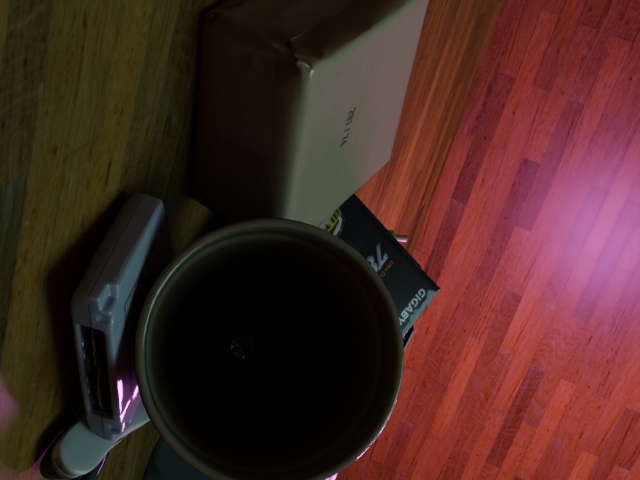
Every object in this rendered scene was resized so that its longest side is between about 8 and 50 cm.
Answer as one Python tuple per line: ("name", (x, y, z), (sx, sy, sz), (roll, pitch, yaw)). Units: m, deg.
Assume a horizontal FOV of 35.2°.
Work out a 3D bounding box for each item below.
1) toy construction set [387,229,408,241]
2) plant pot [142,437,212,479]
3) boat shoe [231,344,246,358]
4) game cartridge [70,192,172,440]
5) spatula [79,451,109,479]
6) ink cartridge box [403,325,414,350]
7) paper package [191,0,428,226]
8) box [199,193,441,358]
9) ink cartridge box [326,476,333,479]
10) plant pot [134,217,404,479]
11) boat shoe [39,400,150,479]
("toy construction set", (0.068, 0.151, 2.504), (0.309, 0.237, 0.257), (119, -29, -54))
("plant pot", (-0.156, 0.420, 1.856), (0.293, 0.235, 0.293), (-60, 165, -26))
("boat shoe", (-0.166, 0.156, 1.620), (0.105, 0.113, 0.306), (51, 51, -38))
("game cartridge", (-0.238, 0.091, 1.248), (0.294, 0.060, 0.196), (98, 12, -47))
("spatula", (-0.369, 0.398, 1.400), (0.296, 0.030, 0.084), (-58, 166, -34))
("ink cartridge box", (-0.024, 0.150, 1.710), (0.165, 0.332, 0.065), (-61, 157, -27))
("paper package", (-0.014, -0.196, 1.364), (0.309, 0.168, 0.325), (-42, 154, -40))
("box", (-0.002, 0.084, 1.557), (0.295, 0.293, 0.073), (-49, -162, -16))
("ink cartridge box", (-0.092, 0.529, 2.347), (0.131, 0.226, 0.306), (-64, 169, -2))
("plant pot", (-0.082, 0.143, 1.315), (0.323, 0.323, 0.280), (-64, -172, -9))
("boat shoe", (-0.290, 0.240, 1.352), (0.070, 0.078, 0.219), (-29, -173, 39))
